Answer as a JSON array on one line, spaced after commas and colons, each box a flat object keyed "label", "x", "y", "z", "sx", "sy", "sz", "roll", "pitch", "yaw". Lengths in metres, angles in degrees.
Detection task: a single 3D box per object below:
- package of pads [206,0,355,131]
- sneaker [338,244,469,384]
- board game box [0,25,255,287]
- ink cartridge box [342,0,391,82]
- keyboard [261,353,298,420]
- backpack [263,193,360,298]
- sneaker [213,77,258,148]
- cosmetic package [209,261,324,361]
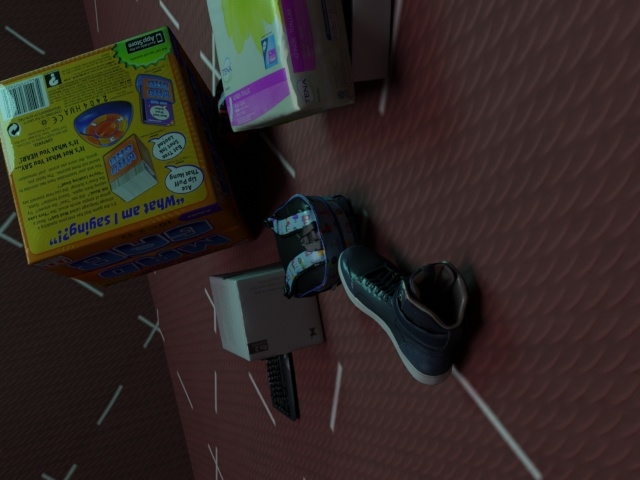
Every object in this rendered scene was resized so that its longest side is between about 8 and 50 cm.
[{"label": "package of pads", "x": -0.066, "y": -0.277, "z": 1.002, "sx": 0.296, "sy": 0.101, "sz": 0.229, "roll": -175, "pitch": 73, "yaw": -67}, {"label": "sneaker", "x": 0.102, "y": 0.054, "z": 0.934, "sx": 0.226, "sy": 0.086, "sz": 0.163, "roll": 51, "pitch": 158, "yaw": 30}, {"label": "board game box", "x": -0.376, "y": -0.143, "z": 1.479, "sx": 0.356, "sy": 0.357, "sz": 0.356, "roll": 63, "pitch": -170, "yaw": -78}, {"label": "ink cartridge box", "x": 0.030, "y": -0.383, "z": 0.934, "sx": 0.165, "sy": 0.065, "sz": 0.332, "roll": -136, "pitch": 40, "yaw": -54}, {"label": "keyboard", "x": -0.114, "y": 0.222, "z": 1.622, "sx": 0.201, "sy": 0.033, "sz": 0.317, "roll": -160, "pitch": 62, "yaw": -64}, {"label": "backpack", "x": 0.000, "y": 0.000, "z": 1.125, "sx": 0.173, "sy": 0.117, "sz": 0.158, "roll": 146, "pitch": 110, "yaw": -66}, {"label": "sneaker", "x": -0.162, "y": -0.274, "z": 1.385, "sx": 0.262, "sy": 0.104, "sz": 0.125, "roll": 134, "pitch": 122, "yaw": -63}, {"label": "cosmetic package", "x": -0.105, "y": 0.129, "z": 1.394, "sx": 0.184, "sy": 0.151, "sz": 0.151, "roll": -2, "pitch": 99, "yaw": 66}]
